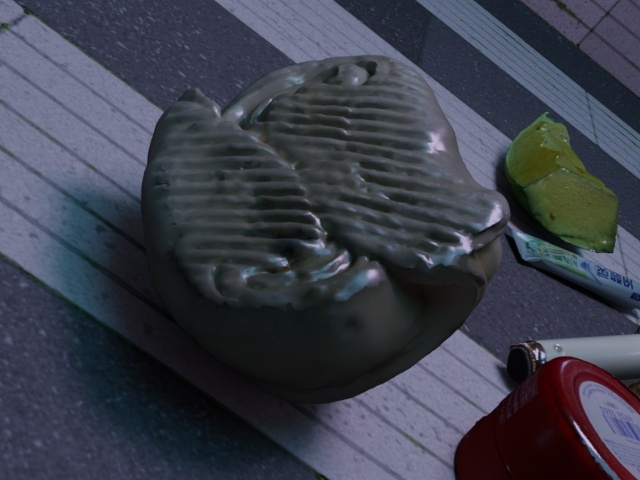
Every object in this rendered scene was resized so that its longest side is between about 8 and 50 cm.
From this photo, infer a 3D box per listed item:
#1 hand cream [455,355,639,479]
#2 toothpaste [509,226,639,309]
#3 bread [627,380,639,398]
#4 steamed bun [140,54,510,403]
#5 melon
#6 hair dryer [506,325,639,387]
[{"bbox_3d":[0.265,0.240,1.051,0.230,0.149,0.230,32,25,-17],"label":"hand cream"},{"bbox_3d":[0.420,0.053,1.652,0.297,0.048,0.074,22,35,-26],"label":"toothpaste"},{"bbox_3d":[0.407,0.292,1.182,0.134,0.129,0.260,26,31,-42],"label":"bread"},{"bbox_3d":[-0.010,0.003,0.956,0.310,0.219,0.324,-18,49,-16],"label":"steamed bun"},{"bbox_3d":[0.406,-0.109,1.791,0.196,0.124,0.323,34,22,-16],"label":"melon"},{"bbox_3d":[0.375,0.152,1.326,0.362,0.203,0.128,-1,46,-27],"label":"hair dryer"}]
